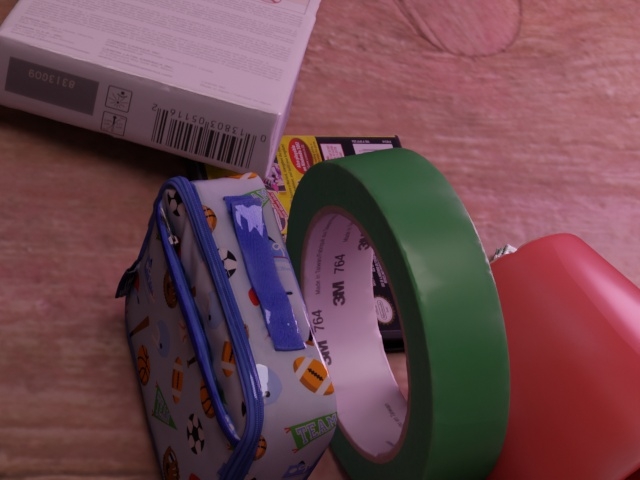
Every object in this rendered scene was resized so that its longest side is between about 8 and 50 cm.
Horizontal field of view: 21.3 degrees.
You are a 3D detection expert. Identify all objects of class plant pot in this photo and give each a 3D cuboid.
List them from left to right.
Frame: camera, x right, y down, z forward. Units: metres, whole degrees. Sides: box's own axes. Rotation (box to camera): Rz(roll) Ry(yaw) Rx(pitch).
[{"bbox_3d":[0.233,0.144,1.587,0.275,0.275,0.243,-18,61,-32],"label":"plant pot"}]

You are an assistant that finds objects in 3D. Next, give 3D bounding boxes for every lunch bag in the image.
[{"bbox_3d":[-0.090,0.091,1.550,0.115,0.243,0.303,-5,55,-25],"label":"lunch bag"}]

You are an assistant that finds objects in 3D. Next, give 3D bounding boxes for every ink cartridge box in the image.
[{"bbox_3d":[-0.169,-0.230,1.905,0.308,0.091,0.385,15,31,0],"label":"ink cartridge box"}]

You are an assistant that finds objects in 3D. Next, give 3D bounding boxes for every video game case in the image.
[{"bbox_3d":[0.000,0.000,1.802,0.248,0.035,0.274,-1,53,-22],"label":"video game case"}]

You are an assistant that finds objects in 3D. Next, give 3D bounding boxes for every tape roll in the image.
[{"bbox_3d":[0.063,0.079,1.553,0.077,0.321,0.321,-10,56,-21],"label":"tape roll"}]

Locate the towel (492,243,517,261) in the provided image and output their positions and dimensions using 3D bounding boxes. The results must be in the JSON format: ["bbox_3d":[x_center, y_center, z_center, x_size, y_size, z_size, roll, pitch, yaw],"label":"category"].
[{"bbox_3d":[0.229,0.078,1.830,0.113,0.023,0.152,21,48,-2],"label":"towel"}]
